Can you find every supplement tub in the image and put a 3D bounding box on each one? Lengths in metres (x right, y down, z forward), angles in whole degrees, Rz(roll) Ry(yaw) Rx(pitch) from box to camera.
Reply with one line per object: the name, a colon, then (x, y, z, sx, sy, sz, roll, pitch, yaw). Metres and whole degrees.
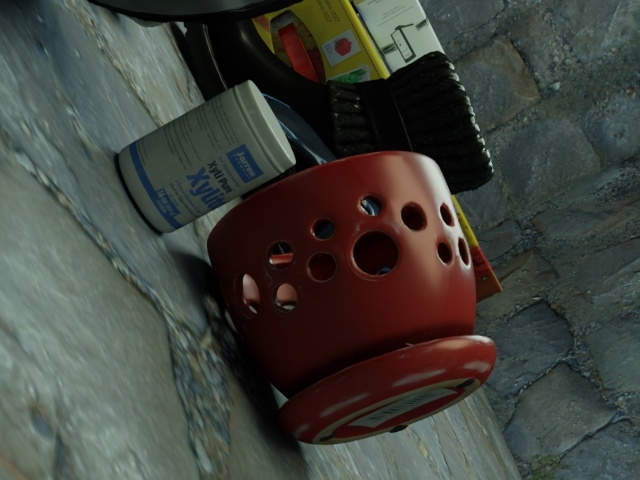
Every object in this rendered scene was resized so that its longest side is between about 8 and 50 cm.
supplement tub: (-0.080, -0.058, 0.813, 0.071, 0.107, 0.071, 60, 7, -13)

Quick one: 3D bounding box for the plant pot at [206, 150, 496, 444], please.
plant pot: (0.028, 0.049, 0.868, 0.191, 0.191, 0.174, 45, 25, -68)

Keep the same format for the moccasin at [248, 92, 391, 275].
moccasin: (0.000, 0.000, 1.203, 0.342, 0.138, 0.117, 48, 10, 5)

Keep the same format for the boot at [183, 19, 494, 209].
boot: (0.020, -0.170, 1.336, 0.347, 0.260, 0.131, 63, 7, 4)

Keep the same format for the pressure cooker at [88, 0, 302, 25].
pressure cooker: (-0.115, -0.372, 0.699, 0.420, 0.376, 0.369, 58, 17, -64)

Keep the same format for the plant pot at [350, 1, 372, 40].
plant pot: (0.010, -0.300, 2.157, 0.215, 0.216, 0.230, -100, 175, -69)

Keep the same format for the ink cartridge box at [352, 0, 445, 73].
ink cartridge box: (0.103, -0.338, 1.716, 0.203, 0.086, 0.148, 52, 11, -48)

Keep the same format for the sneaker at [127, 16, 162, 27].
sneaker: (-0.163, -0.251, 1.092, 0.262, 0.099, 0.121, -11, 80, -75)

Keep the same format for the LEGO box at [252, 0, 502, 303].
LEGO box: (0.038, -0.154, 1.689, 0.372, 0.193, 0.500, 54, 10, -49)
